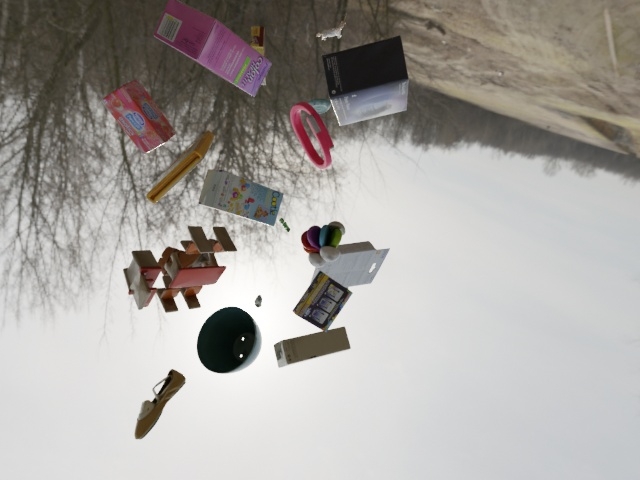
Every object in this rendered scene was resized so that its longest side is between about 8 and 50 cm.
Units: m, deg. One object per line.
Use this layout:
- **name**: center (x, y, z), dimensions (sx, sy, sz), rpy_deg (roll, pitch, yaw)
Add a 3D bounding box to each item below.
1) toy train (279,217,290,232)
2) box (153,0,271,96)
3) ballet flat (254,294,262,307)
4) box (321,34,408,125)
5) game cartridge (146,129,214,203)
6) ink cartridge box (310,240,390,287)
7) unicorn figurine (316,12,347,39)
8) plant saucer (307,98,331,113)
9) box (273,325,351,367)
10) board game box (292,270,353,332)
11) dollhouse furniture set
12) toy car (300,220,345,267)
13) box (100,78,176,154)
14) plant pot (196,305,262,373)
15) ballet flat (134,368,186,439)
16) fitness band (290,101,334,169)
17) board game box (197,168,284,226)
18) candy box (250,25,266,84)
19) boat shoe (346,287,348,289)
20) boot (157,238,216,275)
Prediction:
- **toy train**: center (-0.172, -0.075, 1.981), dimensions (0.083, 0.024, 0.017), rpy_deg (52, -154, 15)
- **box**: center (-0.306, -0.553, 1.182), dimensions (0.213, 0.117, 0.243), rpy_deg (37, -166, 26)
- **ballet flat**: center (-0.308, 0.304, 2.008), dimensions (0.041, 0.114, 0.041), rpy_deg (4, -123, -6)
- **box**: center (0.183, -0.608, 1.593), dimensions (0.294, 0.182, 0.296), rpy_deg (-11, 174, 10)
- **game cartridge**: center (-0.562, -0.311, 1.661), dimensions (0.052, 0.285, 0.323), rpy_deg (45, -164, -27)
- **ink cartridge box**: center (0.135, 0.127, 2.004), dimensions (0.330, 0.324, 0.071), rpy_deg (-7, -125, -19)
- **unicorn figurine**: center (0.059, -0.963, 1.877), dimensions (0.162, 0.060, 0.111), rpy_deg (-23, -169, 9)
- **plant saucer**: center (-0.008, -0.633, 1.937), dimensions (0.119, 0.021, 0.119), rpy_deg (-4, 169, -1)
- **box**: center (-0.031, 0.407, 1.565), dimensions (0.275, 0.113, 0.094), rpy_deg (-6, -110, -27)
- **board game box**: center (0.008, 0.211, 1.405), dimensions (0.141, 0.170, 0.048), rpy_deg (36, 177, -26)
- **dollhouse furniture set**: center (-0.375, 0.100, 1.098), dimensions (0.259, 0.262, 0.135), rpy_deg (0, -134, -49)
- **toy car**: center (0.000, 0.000, 1.514), dimensions (0.136, 0.182, 0.159), rpy_deg (30, -123, -22)
- **box**: center (-0.733, -0.500, 1.661), dimensions (0.128, 0.256, 0.122), rpy_deg (-21, -152, 21)
- **plant pot**: center (-0.378, 0.463, 1.842), dimensions (0.290, 0.290, 0.195), rpy_deg (29, 169, 30)
- **ballet flat**: center (-0.523, 0.510, 1.295), dimensions (0.073, 0.080, 0.232), rpy_deg (55, -144, -18)
- **fitness band**: center (-0.033, -0.437, 1.711), dimensions (0.054, 0.290, 0.209), rpy_deg (-31, -166, -17)
- **board game box**: center (-0.308, -0.164, 1.595), dimensions (0.275, 0.144, 0.142), rpy_deg (18, 179, -39)
- **candy box**: center (-0.238, -0.712, 1.582), dimensions (0.053, 0.186, 0.109), rpy_deg (1, -114, -5)
- **boat shoe**: center (0.119, 0.213, 2.366), dimensions (0.079, 0.227, 0.081), rpy_deg (-15, 149, 24)
- **boot**: center (-0.453, 0.051, 1.368), dimensions (0.152, 0.197, 0.073), rpy_deg (27, 165, 25)
